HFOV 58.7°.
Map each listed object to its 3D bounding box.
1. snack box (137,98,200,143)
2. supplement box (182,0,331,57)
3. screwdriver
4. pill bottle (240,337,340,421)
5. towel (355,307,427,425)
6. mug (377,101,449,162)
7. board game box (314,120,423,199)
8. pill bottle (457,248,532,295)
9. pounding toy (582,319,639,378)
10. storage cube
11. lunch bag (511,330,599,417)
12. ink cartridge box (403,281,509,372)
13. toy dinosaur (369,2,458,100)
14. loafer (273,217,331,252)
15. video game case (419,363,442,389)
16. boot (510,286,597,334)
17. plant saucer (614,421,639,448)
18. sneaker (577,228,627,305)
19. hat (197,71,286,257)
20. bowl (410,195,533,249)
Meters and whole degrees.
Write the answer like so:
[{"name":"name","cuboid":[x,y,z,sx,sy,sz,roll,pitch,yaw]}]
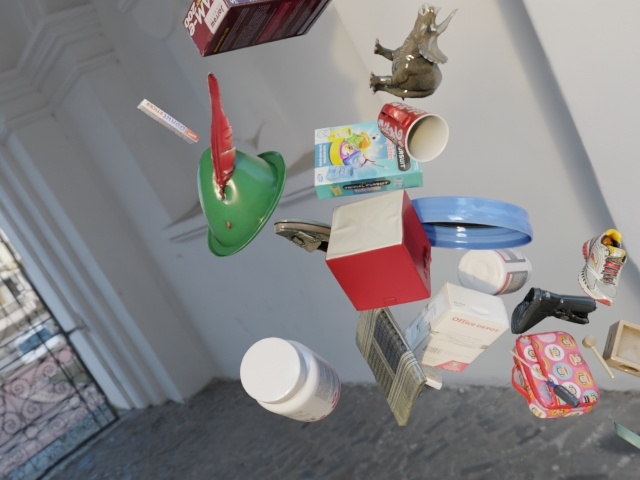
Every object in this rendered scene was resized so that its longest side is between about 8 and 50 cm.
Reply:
[{"name":"snack box","cuboid":[-0.426,-0.332,1.598,0.022,0.178,0.064,-62,26,-11]},{"name":"supplement box","cuboid":[-0.097,-0.395,0.957,0.239,0.073,0.130,-28,-3,-37]},{"name":"screwdriver","cuboid":[0.438,0.273,1.131,0.025,0.024,0.170,-49,48,-6]},{"name":"pill bottle","cuboid":[-0.064,0.318,1.300,0.160,0.160,0.283,-28,-28,5]},{"name":"towel","cuboid":[0.189,0.314,1.558,0.056,0.312,0.324,-19,-33,-16]},{"name":"mug","cuboid":[0.206,-0.280,1.340,0.113,0.150,0.169,-30,33,-5]},{"name":"board game box","cuboid":[0.151,-0.272,1.851,0.336,0.079,0.253,-7,54,9]},{"name":"pill bottle","cuboid":[0.650,0.111,2.074,0.176,0.176,0.319,-19,-13,40]},{"name":"pounding toy","cuboid":[0.875,0.334,1.686,0.094,0.206,0.181,78,-146,-67]},{"name":"storage cube","cuboid":[0.138,0.026,1.334,0.215,0.193,0.183,-12,42,23]},{"name":"lunch bag","cuboid":[0.792,0.466,1.984,0.258,0.120,0.293,-5,50,-4]},{"name":"ink cartridge box","cuboid":[0.416,0.277,1.774,0.117,0.207,0.283,-89,21,-45]},{"name":"toy dinosaur","cuboid":[0.191,-0.343,1.188,0.161,0.120,0.313,7,-19,12]},{"name":"loafer","cuboid":[0.000,0.000,1.502,0.268,0.084,0.096,10,-13,-31]},{"name":"video game case","cuboid":[0.298,0.407,1.902,0.206,0.227,0.026,-25,-43,-77]},{"name":"boot","cuboid":[0.758,0.249,1.863,0.207,0.246,0.094,11,52,2]},{"name":"plant saucer","cuboid":[0.672,0.426,1.198,0.021,0.119,0.119,-58,13,1]},{"name":"sneaker","cuboid":[0.691,0.059,1.386,0.092,0.088,0.225,119,173,-51]},{"name":"hat","cuboid":[-0.165,-0.104,0.804,0.208,0.184,0.173,-57,35,1]},{"name":"bowl","cuboid":[0.396,-0.045,1.610,0.392,0.077,0.391,6,-10,1]}]
